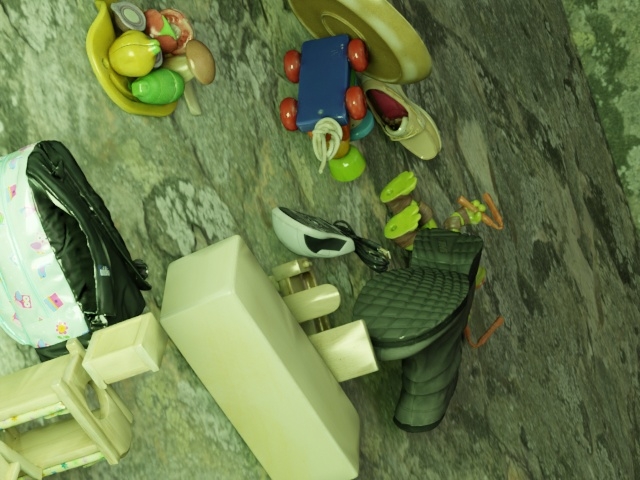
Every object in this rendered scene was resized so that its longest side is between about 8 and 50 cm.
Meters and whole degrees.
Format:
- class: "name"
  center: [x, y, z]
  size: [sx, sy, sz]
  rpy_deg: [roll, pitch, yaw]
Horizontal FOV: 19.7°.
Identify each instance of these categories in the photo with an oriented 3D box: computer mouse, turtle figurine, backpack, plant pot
- class: "computer mouse"
  center: [0.000, 0.000, 2.174]
  size: [0.106, 0.042, 0.193]
  rpy_deg: [36, 12, 34]
- class: "turtle figurine"
  center: [0.165, 0.002, 2.518]
  size: [0.217, 0.087, 0.270]
  rpy_deg: [43, 43, -36]
- class: "backpack"
  center: [-0.233, 0.009, 1.566]
  size: [0.152, 0.115, 0.182]
  rpy_deg: [-75, 141, -71]
- class: "plant pot"
  center: [0.038, -0.272, 2.337]
  size: [0.032, 0.236, 0.236]
  rpy_deg: [-53, 133, -13]

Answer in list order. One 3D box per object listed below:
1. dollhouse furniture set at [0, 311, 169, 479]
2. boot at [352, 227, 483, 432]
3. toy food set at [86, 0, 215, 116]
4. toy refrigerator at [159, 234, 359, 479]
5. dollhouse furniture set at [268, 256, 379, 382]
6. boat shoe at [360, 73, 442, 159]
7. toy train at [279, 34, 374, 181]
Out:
- class: "dollhouse furniture set"
  center: [-0.198, 0.168, 1.431]
  size: [0.101, 0.182, 0.161]
  rpy_deg: [58, 26, -29]
- class: "boot"
  center: [0.122, 0.138, 2.207]
  size: [0.338, 0.118, 0.223]
  rpy_deg: [-38, 137, -61]
- class: "toy food set"
  center: [-0.164, -0.201, 1.941]
  size: [0.218, 0.071, 0.128]
  rpy_deg: [-5, 77, -67]
- class: "toy refrigerator"
  center: [-0.061, 0.136, 1.892]
  size: [0.269, 0.094, 0.102]
  rpy_deg: [58, 19, -30]
- class: "dollhouse furniture set"
  center: [0.014, 0.084, 2.057]
  size: [0.151, 0.123, 0.144]
  rpy_deg: [-10, 82, -67]
- class: "boat shoe"
  center: [0.108, -0.167, 2.559]
  size: [0.170, 0.063, 0.059]
  rpy_deg: [48, 33, -26]
- class: "toy train"
  center: [0.017, -0.125, 2.280]
  size: [0.143, 0.105, 0.248]
  rpy_deg: [67, 19, -45]
